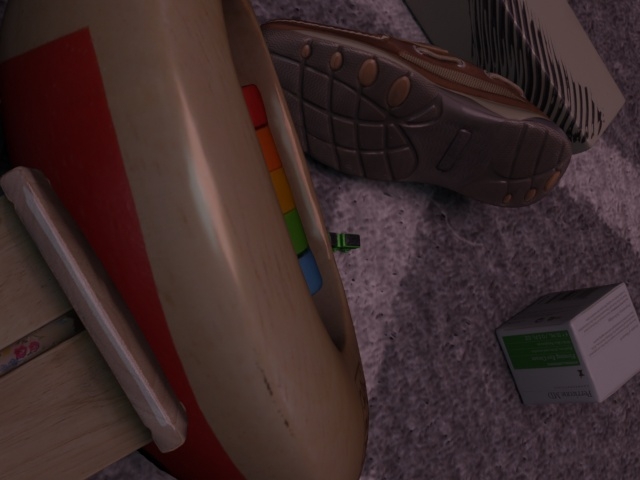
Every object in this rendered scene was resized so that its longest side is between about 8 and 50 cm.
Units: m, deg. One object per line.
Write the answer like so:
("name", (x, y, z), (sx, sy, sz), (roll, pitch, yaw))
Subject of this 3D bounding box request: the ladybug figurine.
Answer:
("ladybug figurine", (-0.091, -0.013, 0.687), (0.305, 0.162, 0.449), (-48, 121, -82))

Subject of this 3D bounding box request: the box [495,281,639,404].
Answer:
("box", (0.252, 0.104, 1.016), (0.102, 0.101, 0.087), (-28, 98, -37))

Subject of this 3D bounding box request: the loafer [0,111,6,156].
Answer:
("loafer", (-0.343, -0.046, 0.600), (0.303, 0.095, 0.109), (-19, 123, -35))

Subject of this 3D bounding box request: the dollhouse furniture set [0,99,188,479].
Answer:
("dollhouse furniture set", (-0.211, 0.124, 0.508), (0.303, 0.174, 0.355), (-29, 94, -1))

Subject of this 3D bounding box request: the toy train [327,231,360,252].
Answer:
("toy train", (0.000, 0.000, 0.888), (0.083, 0.024, 0.017), (3, 78, -38))

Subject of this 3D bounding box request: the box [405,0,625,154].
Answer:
("box", (0.184, -0.213, 1.024), (0.275, 0.113, 0.094), (53, 55, -16))

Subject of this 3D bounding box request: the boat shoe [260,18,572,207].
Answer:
("boat shoe", (0.076, -0.125, 0.933), (0.324, 0.123, 0.116), (19, 35, -25))
